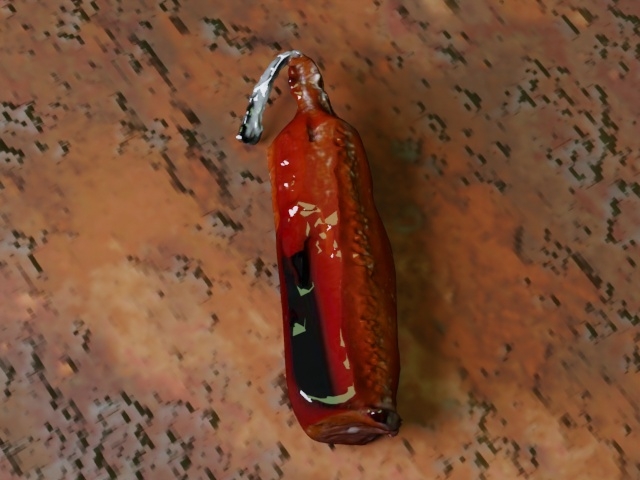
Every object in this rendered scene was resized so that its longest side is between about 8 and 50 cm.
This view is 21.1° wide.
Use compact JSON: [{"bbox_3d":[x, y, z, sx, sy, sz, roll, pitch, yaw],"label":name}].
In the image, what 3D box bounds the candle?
[{"bbox_3d":[0.000,0.000,0.648,0.053,0.048,0.162,10,60,-32],"label":"candle"}]
